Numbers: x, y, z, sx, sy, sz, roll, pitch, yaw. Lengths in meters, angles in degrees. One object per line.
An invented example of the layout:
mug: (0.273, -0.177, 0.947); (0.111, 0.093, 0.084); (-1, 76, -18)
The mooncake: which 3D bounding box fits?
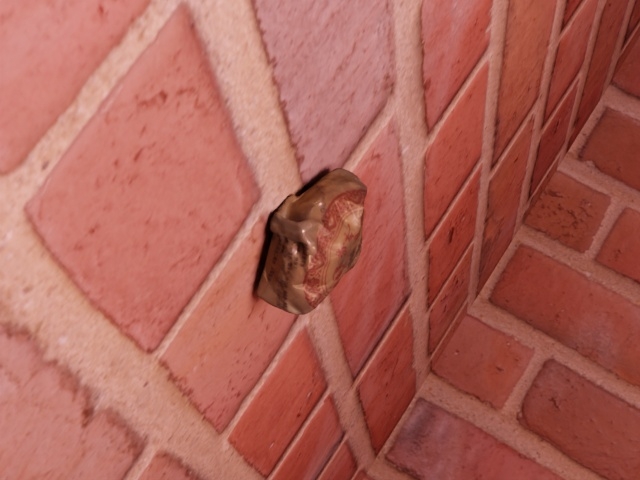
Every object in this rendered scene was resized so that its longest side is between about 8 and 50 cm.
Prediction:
mooncake: (0.000, 0.000, 1.041); (0.130, 0.073, 0.125); (-46, 157, -44)
